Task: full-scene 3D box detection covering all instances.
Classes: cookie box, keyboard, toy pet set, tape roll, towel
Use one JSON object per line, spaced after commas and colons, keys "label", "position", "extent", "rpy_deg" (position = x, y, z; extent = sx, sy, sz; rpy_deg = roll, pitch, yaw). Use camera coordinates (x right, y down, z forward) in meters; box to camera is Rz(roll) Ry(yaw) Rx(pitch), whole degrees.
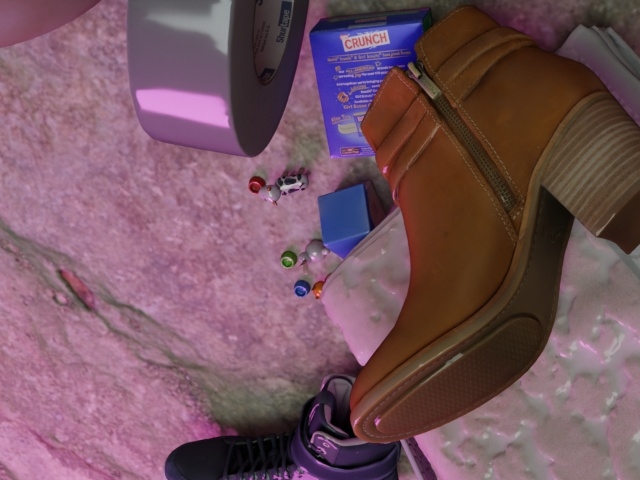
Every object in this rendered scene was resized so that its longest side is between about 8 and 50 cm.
{"label": "cookie box", "position": [0.047, -0.123, 0.937], "extent": [0.091, 0.040, 0.107], "rpy_deg": [-2, 118, 15]}
{"label": "keyboard", "position": [0.080, 0.179, 0.994], "extent": [0.014, 0.072, 0.256], "rpy_deg": [-27, 67, 3]}
{"label": "toy pet set", "position": [0.000, 0.000, 1.003], "extent": [0.114, 0.065, 0.122], "rpy_deg": [-15, 113, 22]}
{"label": "tape roll", "position": [-0.064, -0.171, 0.836], "extent": [0.072, 0.219, 0.219], "rpy_deg": [10, 120, 9]}
{"label": "towel", "position": [0.178, 0.053, 0.840], "extent": [0.317, 0.053, 0.332], "rpy_deg": [-47, 54, 19]}

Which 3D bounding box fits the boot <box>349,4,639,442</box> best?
{"label": "boot", "position": [0.081, -0.019, 0.829], "extent": [0.283, 0.109, 0.220], "rpy_deg": [-50, 54, 12]}

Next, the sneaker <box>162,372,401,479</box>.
{"label": "sneaker", "position": [-0.036, 0.184, 1.081], "extent": [0.226, 0.086, 0.163], "rpy_deg": [5, 139, 3]}

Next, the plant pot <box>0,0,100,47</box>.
{"label": "plant pot", "position": [-0.254, -0.295, 0.800], "extent": [0.323, 0.323, 0.280], "rpy_deg": [1, 135, 15]}
